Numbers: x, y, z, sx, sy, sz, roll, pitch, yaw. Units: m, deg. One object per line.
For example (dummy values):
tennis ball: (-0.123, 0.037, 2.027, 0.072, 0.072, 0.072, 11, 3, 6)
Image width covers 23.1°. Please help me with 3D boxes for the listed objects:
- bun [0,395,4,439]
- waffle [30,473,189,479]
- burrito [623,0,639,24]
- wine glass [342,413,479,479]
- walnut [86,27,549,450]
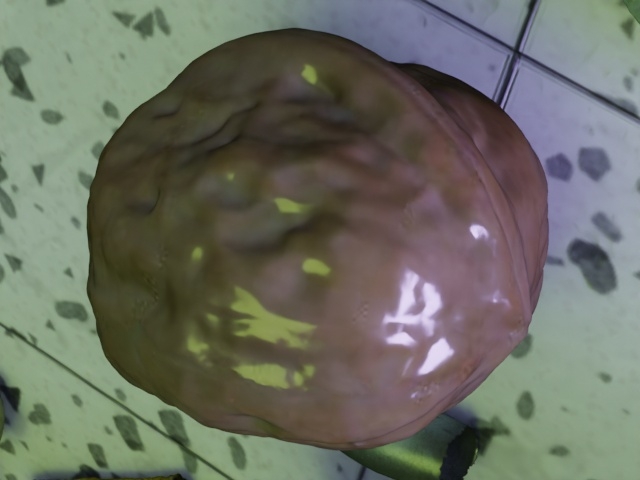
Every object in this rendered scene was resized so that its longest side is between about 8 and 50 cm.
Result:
bun: (-0.335, 0.157, 1.380, 0.115, 0.069, 0.115, 0, 100, 2)
waffle: (-0.157, 0.319, 1.396, 0.221, 0.055, 0.248, -10, 113, 41)
burrito: (0.219, -0.123, 0.774, 0.144, 0.089, 0.229, -30, 100, 31)
wine glass: (0.013, 0.128, 1.125, 0.198, 0.066, 0.066, 18, 129, 27)
walnut: (0.001, 0.000, 0.904, 0.273, 0.273, 0.227, 17, 94, 28)
